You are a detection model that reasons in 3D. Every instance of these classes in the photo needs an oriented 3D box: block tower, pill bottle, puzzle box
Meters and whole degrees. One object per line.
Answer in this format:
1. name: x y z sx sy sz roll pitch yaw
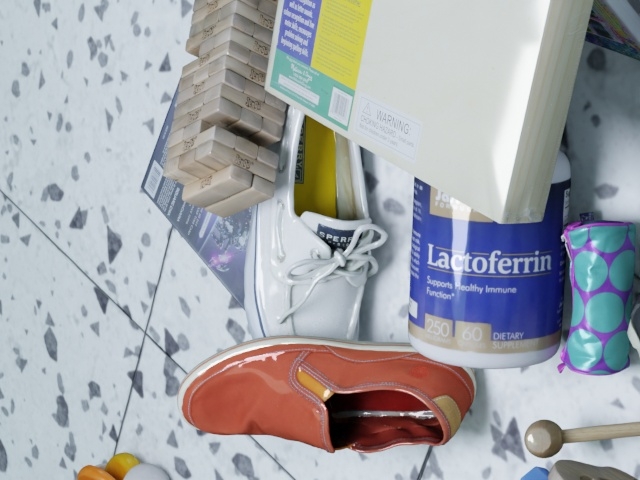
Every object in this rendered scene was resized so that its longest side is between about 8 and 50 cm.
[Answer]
1. block tower: -0.088 -0.202 1.732 0.097 0.091 0.336 -20 55 46
2. pill bottle: 0.164 -0.020 1.546 0.153 0.153 0.265 14 108 46
3. puzzle box: 0.088 -0.211 1.463 0.409 0.052 0.272 35 121 50

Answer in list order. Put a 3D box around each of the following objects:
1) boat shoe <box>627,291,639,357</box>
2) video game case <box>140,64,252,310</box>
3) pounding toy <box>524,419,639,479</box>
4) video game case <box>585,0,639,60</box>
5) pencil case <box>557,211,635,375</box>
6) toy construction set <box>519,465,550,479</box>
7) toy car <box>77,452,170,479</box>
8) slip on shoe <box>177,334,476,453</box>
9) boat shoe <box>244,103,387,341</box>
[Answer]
1. boat shoe: 0.322 0.083 1.376 0.233 0.084 0.079 -103 26 -71
2. video game case: -0.115 -0.058 1.948 0.274 0.026 0.196 47 129 31
3. pounding toy: 0.285 0.240 1.441 0.269 0.154 0.155 32 103 26
4. video game case: 0.230 -0.218 1.444 0.143 0.157 0.019 29 85 41
5. pencil case: 0.262 0.053 1.512 0.064 0.070 0.152 -80 -11 -80
6. toy construction set: 0.165 0.398 1.564 0.257 0.237 0.309 -46 65 42
7. toy car: -0.280 0.382 2.133 0.159 0.136 0.182 -11 89 48
8. slip on shoe: -0.001 0.172 1.693 0.331 0.101 0.123 -2 125 16
9. boat shoe: 0.008 -0.002 1.734 0.156 0.135 0.367 3 93 63
